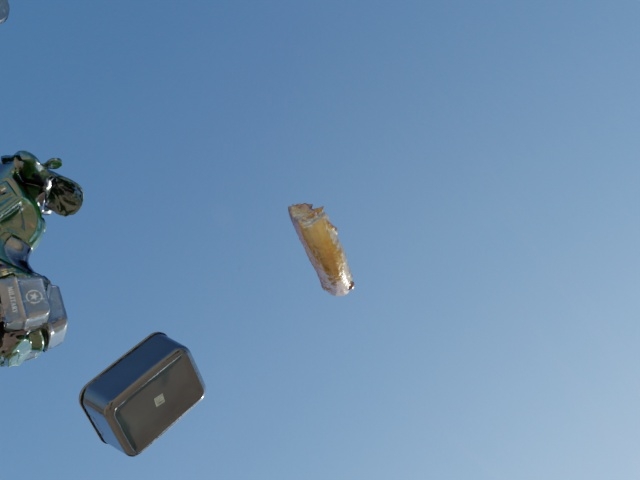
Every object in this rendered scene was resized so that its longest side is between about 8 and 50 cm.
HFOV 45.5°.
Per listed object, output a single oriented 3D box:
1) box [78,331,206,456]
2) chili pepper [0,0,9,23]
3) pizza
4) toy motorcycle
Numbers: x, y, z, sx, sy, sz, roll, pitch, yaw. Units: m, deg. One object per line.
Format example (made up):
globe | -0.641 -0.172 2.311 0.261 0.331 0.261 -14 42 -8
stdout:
box | -0.311 0.277 1.371 0.201 0.090 0.144 -39 -53 -34
chili pepper | -0.553 -0.389 1.148 0.116 0.148 0.264 8 -27 9
pizza | 0.000 0.000 1.154 0.062 0.161 0.182 -30 -53 -6
toy motorcycle | -0.339 0.008 0.831 0.187 0.274 0.124 -9 -29 -29
